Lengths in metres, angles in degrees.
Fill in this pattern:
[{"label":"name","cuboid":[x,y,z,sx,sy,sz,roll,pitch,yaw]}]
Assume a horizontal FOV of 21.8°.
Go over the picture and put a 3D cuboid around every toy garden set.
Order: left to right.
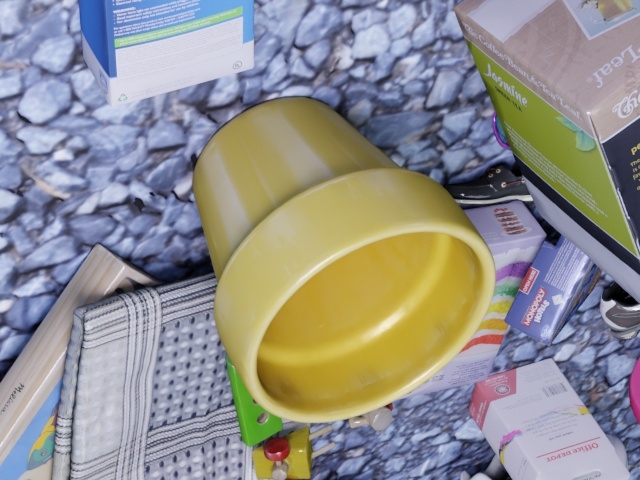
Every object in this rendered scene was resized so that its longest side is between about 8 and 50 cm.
[{"label":"toy garden set","cuboid":[0.013,0.140,1.722,0.244,0.049,0.204,-28,129,-24]}]

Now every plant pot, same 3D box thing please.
[{"label":"plant pot","cuboid":[0.000,0.000,1.551,0.254,0.239,0.254,-18,141,-16]}]

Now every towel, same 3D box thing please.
[{"label":"towel","cuboid":[-0.128,0.178,1.683,0.312,0.056,0.324,-14,126,-40]}]

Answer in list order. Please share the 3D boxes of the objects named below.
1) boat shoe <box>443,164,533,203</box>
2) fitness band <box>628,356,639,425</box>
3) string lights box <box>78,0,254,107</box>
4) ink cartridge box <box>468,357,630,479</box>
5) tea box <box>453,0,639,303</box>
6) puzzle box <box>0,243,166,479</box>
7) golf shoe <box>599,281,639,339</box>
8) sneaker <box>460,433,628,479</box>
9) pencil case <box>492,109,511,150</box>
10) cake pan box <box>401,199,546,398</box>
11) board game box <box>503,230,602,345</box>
[{"label":"boat shoe","cuboid":[0.190,-0.061,1.779,0.133,0.049,0.042,-6,103,-17]},{"label":"fitness band","cuboid":[0.539,0.172,2.140,0.291,0.209,0.054,-24,141,-11]},{"label":"string lights box","cuboid":[-0.125,-0.239,1.330,0.133,0.077,0.260,-17,141,-19]},{"label":"ink cartridge box","cuboid":[0.282,0.249,2.058,0.115,0.198,0.067,-14,139,-22]},{"label":"tea box","cuboid":[0.354,-0.159,1.574,0.329,0.220,0.323,-36,136,-7]},{"label":"puzzle box","cuboid":[-0.244,0.228,1.684,0.409,0.052,0.272,-56,141,-1]},{"label":"golf shoe","cuboid":[0.430,0.046,2.034,0.198,0.077,0.094,-35,142,3]},{"label":"sneaker","cuboid":[0.303,0.317,2.220,0.297,0.111,0.129,-23,105,-37]},{"label":"pencil case","cuboid":[0.256,-0.121,1.735,0.151,0.064,0.070,0,134,-34]},{"label":"cake pan box","cuboid":[0.096,0.077,1.847,0.267,0.070,0.246,-8,135,-28]},{"label":"board game box","cuboid":[0.290,0.009,1.867,0.194,0.060,0.194,-65,167,11]}]
